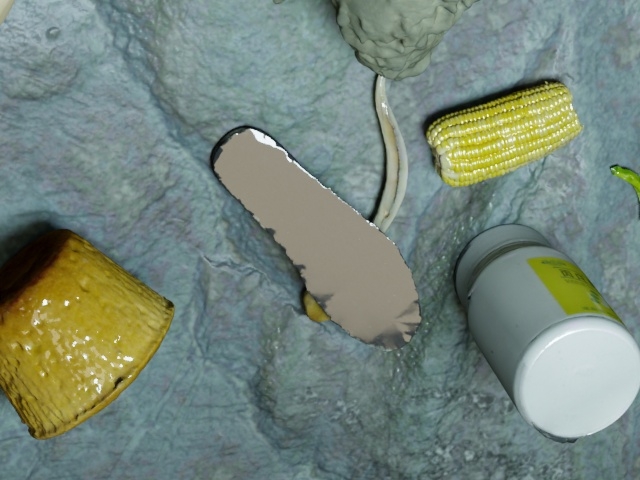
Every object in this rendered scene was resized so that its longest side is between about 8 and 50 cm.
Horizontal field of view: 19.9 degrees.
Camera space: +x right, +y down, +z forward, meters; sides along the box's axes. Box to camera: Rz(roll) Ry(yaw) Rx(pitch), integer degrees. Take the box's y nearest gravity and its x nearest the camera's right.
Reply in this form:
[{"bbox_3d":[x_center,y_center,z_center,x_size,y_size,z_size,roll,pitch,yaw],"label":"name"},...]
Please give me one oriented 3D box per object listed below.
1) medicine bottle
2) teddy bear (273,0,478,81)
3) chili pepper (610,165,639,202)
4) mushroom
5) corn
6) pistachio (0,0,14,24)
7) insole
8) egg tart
[{"bbox_3d":[0.236,0.091,1.951,0.143,0.258,0.143,-6,116,-13],"label":"medicine bottle"},{"bbox_3d":[0.030,-0.350,1.717,0.367,0.224,0.357,40,128,-3],"label":"teddy bear"},{"bbox_3d":[0.352,-0.055,2.046,0.030,0.017,0.083,-38,116,7],"label":"chili pepper"},{"bbox_3d":[0.051,-0.047,1.964,0.068,0.043,0.306,4,115,-38],"label":"mushroom"},{"bbox_3d":[0.197,-0.115,1.951,0.165,0.063,0.085,-22,95,-5],"label":"corn"},{"bbox_3d":[-0.348,-0.281,1.661,0.193,0.214,0.318,35,121,18],"label":"pistachio"},{"bbox_3d":[0.000,0.000,1.951,0.110,0.012,0.309,-43,107,11],"label":"insole"},{"bbox_3d":[-0.265,0.087,1.862,0.202,0.202,0.147,-39,110,6],"label":"egg tart"}]
